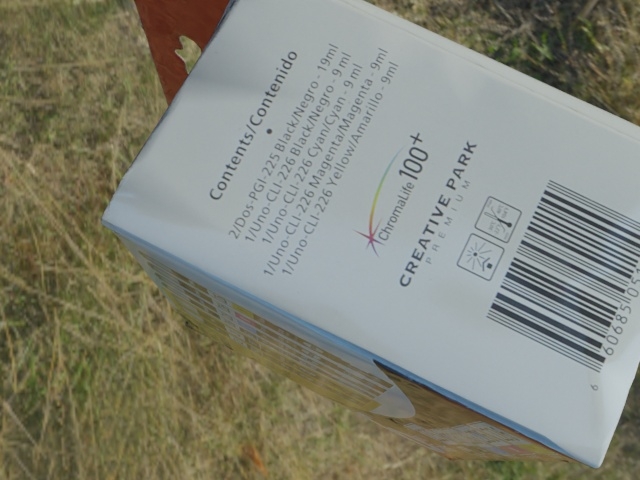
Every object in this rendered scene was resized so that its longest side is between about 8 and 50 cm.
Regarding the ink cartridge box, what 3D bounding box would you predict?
[{"bbox_3d":[0.000,0.000,0.512,0.271,0.309,0.130,26,78,4],"label":"ink cartridge box"}]
